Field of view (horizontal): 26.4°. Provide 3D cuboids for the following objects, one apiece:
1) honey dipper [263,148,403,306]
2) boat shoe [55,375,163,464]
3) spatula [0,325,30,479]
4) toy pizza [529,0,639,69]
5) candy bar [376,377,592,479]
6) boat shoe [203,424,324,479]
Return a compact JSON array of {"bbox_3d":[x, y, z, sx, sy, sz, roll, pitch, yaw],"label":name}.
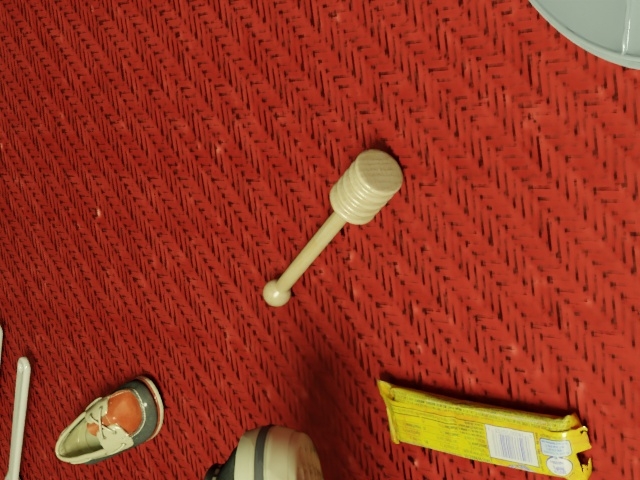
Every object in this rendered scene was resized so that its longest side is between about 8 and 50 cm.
[{"bbox_3d":[0.000,0.000,0.813,0.030,0.030,0.160,62,143,17],"label":"honey dipper"},{"bbox_3d":[-0.166,0.145,1.074,0.137,0.043,0.049,-36,72,51],"label":"boat shoe"},{"bbox_3d":[-0.309,0.165,1.293,0.168,0.019,0.242,48,136,39],"label":"spatula"},{"bbox_3d":[0.142,-0.171,0.561,0.201,0.032,0.201,21,118,47],"label":"toy pizza"},{"bbox_3d":[0.085,0.104,0.749,0.161,0.018,0.040,3,108,52],"label":"candy bar"},{"bbox_3d":[-0.079,0.328,0.793,0.187,0.156,0.500,-83,1,-63],"label":"boat shoe"}]
